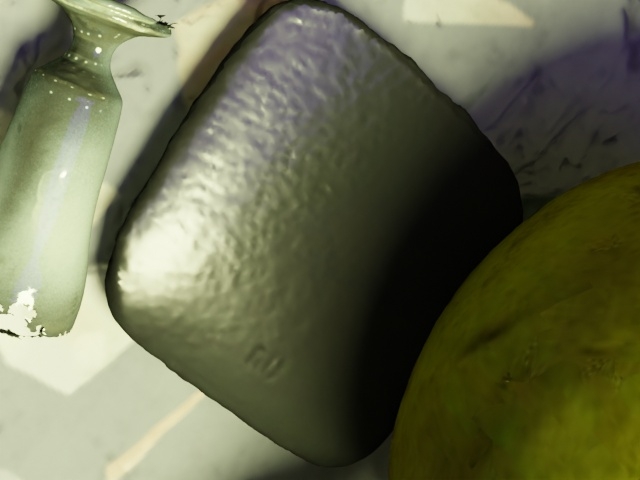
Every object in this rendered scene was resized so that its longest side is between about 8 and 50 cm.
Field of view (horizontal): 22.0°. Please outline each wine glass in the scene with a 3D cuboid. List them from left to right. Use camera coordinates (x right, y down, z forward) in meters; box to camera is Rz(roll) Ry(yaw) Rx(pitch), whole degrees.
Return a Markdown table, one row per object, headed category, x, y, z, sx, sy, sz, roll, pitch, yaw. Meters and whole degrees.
| category | x | y | z | sx | sy | sz | roll | pitch | yaw |
| --- | --- | --- | --- | --- | --- | --- | --- | --- | --- |
| wine glass | -0.122 | -0.038 | 0.746 | 0.072 | 0.072 | 0.155 | 15 | 100 | -33 |

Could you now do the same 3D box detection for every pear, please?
| category | x | y | z | sx | sy | sz | roll | pitch | yaw |
| --- | --- | --- | --- | --- | --- | --- | --- | --- | --- |
| pear | 0.197 | 0.123 | 0.798 | 0.351 | 0.413 | 0.352 | 3 | 121 | 4 |

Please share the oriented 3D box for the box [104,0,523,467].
| category | x | y | z | sx | sy | sz | roll | pitch | yaw |
| --- | --- | --- | --- | --- | --- | --- | --- | --- | --- |
| box | 0.000 | 0.000 | 0.845 | 0.212 | 0.042 | 0.201 | 36 | 89 | -34 |
